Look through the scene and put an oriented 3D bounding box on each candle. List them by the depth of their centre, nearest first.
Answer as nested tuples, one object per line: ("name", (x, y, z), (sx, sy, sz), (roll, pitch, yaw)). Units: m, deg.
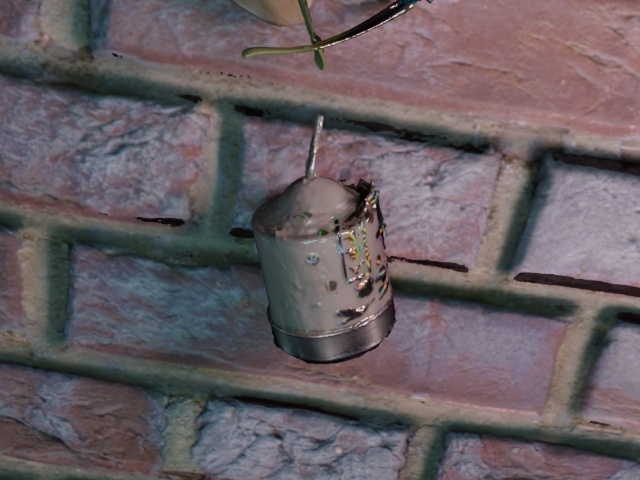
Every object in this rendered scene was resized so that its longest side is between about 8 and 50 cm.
("candle", (0.000, 0.000, 1.399), (0.187, 0.187, 0.330), (-6, 116, 7))

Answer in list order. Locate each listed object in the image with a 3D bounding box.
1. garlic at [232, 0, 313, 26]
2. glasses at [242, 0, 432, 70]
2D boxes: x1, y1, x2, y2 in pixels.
("garlic", (-0.119, -0.397, 1.238), (0.318, 0.112, 0.143), (44, 116, -7))
("glasses", (-0.001, -0.298, 1.235), (0.207, 0.102, 0.239), (-34, 148, 28))
